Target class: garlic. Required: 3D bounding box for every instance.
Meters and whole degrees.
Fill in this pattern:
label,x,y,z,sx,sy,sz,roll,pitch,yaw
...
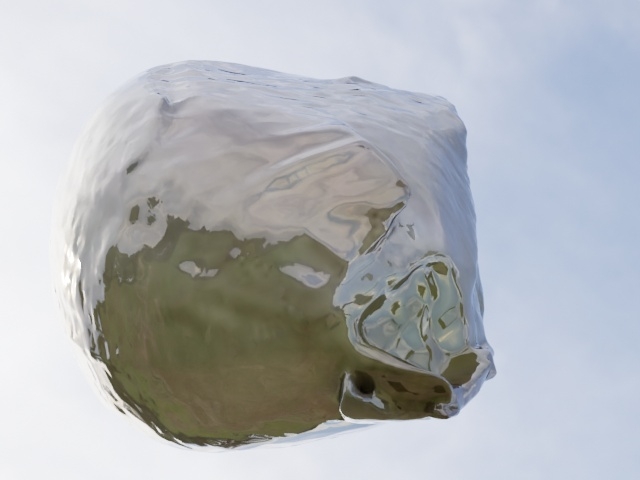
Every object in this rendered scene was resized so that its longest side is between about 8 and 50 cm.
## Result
label,x,y,z,sx,sy,sz,roll,pitch,yaw
garlic,-0.013,0.000,0.424,0.101,0.195,0.087,-5,-82,4
